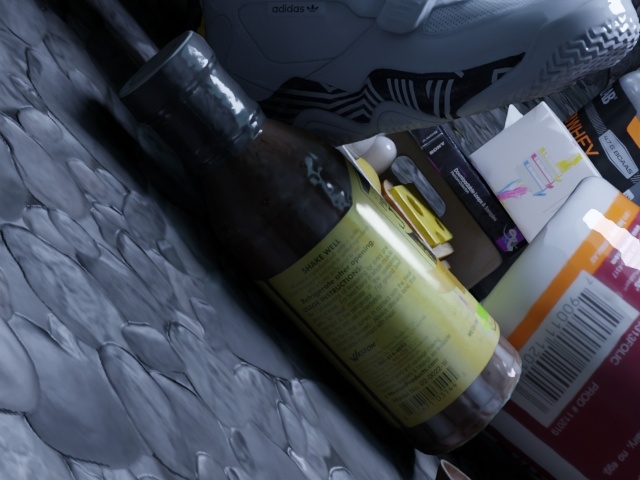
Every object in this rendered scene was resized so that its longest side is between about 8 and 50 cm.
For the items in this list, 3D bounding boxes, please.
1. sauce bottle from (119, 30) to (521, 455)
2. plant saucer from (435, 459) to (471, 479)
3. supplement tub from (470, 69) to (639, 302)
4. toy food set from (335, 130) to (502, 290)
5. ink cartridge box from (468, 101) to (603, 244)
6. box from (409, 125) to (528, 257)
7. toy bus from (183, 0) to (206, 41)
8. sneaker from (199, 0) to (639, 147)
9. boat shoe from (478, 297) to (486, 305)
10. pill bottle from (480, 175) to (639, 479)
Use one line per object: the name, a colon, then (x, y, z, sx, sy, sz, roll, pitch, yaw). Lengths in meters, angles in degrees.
sauce bottle: (0.000, 0.000, 1.247, 0.344, 0.111, 0.111, 48, 16, -16)
plant saucer: (0.139, 0.231, 1.199, 0.198, 0.036, 0.198, 45, 2, -2)
supplement tub: (0.298, -0.039, 1.801, 0.193, 0.316, 0.193, 47, 15, -17)
toy food set: (0.068, -0.047, 1.581, 0.219, 0.092, 0.306, 53, 15, 6)
ink cartridge box: (0.215, -0.055, 1.679, 0.143, 0.090, 0.092, 57, 10, 24)
box: (0.131, -0.068, 1.696, 0.162, 0.029, 0.116, 47, 9, -33)
toy bus: (-0.032, -0.258, 1.499, 0.149, 0.211, 0.220, 6, 24, -6)
sneaker: (0.044, -0.183, 1.272, 0.137, 0.366, 0.210, -20, 98, -51)
boat shoe: (0.245, 0.172, 1.590, 0.103, 0.118, 0.320, -9, 55, -27)
pill bottle: (0.300, 0.149, 1.405, 0.392, 0.224, 0.224, 39, 14, 5)
